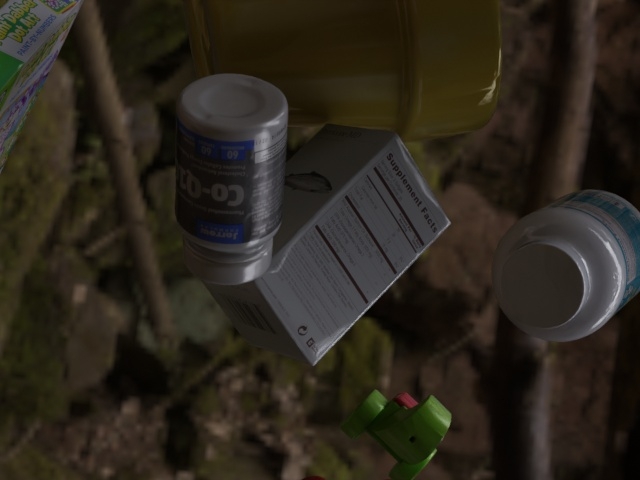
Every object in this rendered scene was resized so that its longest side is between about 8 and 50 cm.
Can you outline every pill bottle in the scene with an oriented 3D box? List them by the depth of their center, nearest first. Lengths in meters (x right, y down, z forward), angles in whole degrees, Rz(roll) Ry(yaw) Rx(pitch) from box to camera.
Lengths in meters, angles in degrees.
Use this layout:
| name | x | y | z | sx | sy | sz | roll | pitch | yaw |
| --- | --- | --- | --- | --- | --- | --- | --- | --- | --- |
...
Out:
| name | x | y | z | sx | sy | sz | roll | pitch | yaw |
| --- | --- | --- | --- | --- | --- | --- | --- | --- | --- |
| pill bottle | -0.064 | -0.041 | 1.191 | 0.078 | 0.078 | 0.137 | -96 | -172 | -53 |
| pill bottle | 0.275 | 0.029 | 1.861 | 0.264 | 0.146 | 0.146 | -21 | 124 | -66 |

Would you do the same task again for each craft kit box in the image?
| name | x | y | z | sx | sy | sz | roll | pitch | yaw |
| --- | --- | --- | --- | --- | --- | --- | --- | --- | --- |
| craft kit box | -0.316 | -0.096 | 1.517 | 0.246 | 0.061 | 0.250 | -61 | -176 | 32 |

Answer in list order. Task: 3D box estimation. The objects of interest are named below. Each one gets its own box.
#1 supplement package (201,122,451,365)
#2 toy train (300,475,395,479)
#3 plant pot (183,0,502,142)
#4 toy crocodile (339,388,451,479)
| name | x | y | z | sx | sy | sz | roll | pitch | yaw |
| --- | --- | --- | --- | --- | --- | --- | --- | --- | --- |
| supplement package | 0.000 | 0.000 | 1.407 | 0.179 | 0.105 | 0.105 | -45 | -151 | -21 |
| toy train | -0.016 | 0.327 | 1.738 | 0.105 | 0.248 | 0.143 | -118 | -139 | -51 |
| plant pot | 0.009 | -0.202 | 1.479 | 0.254 | 0.239 | 0.254 | 170 | -90 | -80 |
| toy crocodile | 0.100 | 0.238 | 2.137 | 0.105 | 0.115 | 0.340 | -45 | 175 | -4 |
